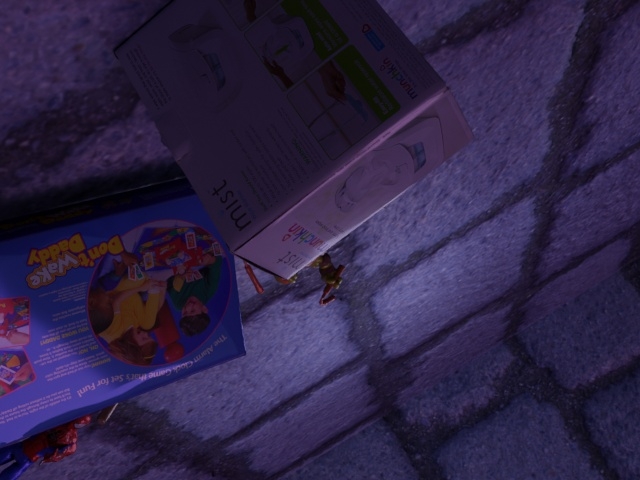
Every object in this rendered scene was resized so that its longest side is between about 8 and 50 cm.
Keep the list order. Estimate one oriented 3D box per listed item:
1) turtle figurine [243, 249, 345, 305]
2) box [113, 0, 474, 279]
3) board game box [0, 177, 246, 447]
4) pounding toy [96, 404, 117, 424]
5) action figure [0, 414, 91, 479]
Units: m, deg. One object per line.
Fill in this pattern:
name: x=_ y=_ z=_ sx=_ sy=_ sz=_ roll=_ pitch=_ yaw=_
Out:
turtle figurine: x=0.000 y=0.000 z=1.246 sx=0.217 sy=0.087 sz=0.269 roll=-46 pitch=145 yaw=9
box: x=-0.031 y=-0.138 z=0.747 sx=0.231 sy=0.262 sz=0.127 roll=-38 pitch=155 yaw=9
board game box: x=-0.266 y=0.076 z=0.931 sx=0.347 sy=0.078 sz=0.233 roll=-17 pitch=113 yaw=-31
pounding toy: x=-0.327 y=0.167 z=1.042 sx=0.206 sy=0.181 sz=0.094 roll=-20 pitch=115 yaw=-27
action figure: x=-0.505 y=0.355 z=1.280 sx=0.280 sy=0.091 sz=0.139 roll=-32 pitch=168 yaw=-3
